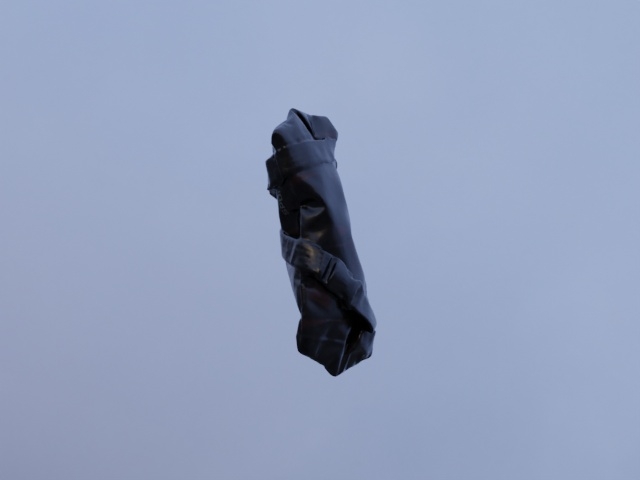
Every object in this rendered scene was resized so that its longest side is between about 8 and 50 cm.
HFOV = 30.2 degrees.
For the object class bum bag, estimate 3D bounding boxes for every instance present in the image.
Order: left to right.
[{"bbox_3d":[-0.001,0.000,0.543,0.034,0.124,0.058,-16,-9,28],"label":"bum bag"}]
